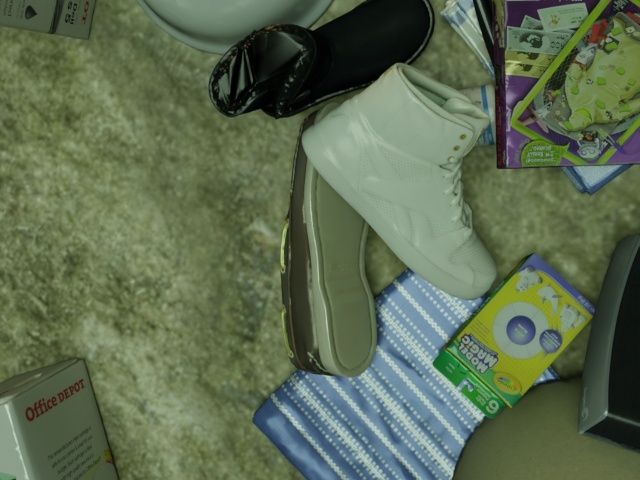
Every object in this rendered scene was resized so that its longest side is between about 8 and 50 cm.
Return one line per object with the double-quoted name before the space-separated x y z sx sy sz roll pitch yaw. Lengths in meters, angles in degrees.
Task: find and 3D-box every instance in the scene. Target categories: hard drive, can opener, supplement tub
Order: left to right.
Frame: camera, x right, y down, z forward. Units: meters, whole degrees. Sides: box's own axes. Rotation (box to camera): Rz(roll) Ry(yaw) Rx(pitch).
"supplement tub" 0.156 -0.139 1.122 0.107 0.071 0.071 -10 96 12
"can opener" 0.217 -0.199 1.078 0.059 0.073 0.186 -21 99 56
"hard drive" 0.383 0.113 1.045 0.172 0.054 0.254 17 59 9

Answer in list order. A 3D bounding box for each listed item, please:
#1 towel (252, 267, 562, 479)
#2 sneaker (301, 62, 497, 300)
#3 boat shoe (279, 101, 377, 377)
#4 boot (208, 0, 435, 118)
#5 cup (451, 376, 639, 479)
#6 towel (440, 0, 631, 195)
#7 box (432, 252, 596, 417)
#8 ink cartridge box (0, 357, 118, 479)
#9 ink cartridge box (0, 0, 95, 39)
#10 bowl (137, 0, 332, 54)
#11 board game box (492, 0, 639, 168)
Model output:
"towel" 0.105 0.203 1.202 0.336 0.040 0.243 -44 86 11
"sneaker" 0.139 -0.064 1.068 0.169 0.108 0.292 -37 114 28
"boat shoe" 0.000 0.000 1.153 0.097 0.117 0.324 -4 89 44
"boot" 0.009 -0.208 1.072 0.247 0.207 0.094 -26 92 13
"cup" 0.312 0.343 1.054 0.331 0.237 0.330 1 101 6
"towel" 0.302 -0.219 1.102 0.209 0.034 0.285 -37 90 14
"box" 0.226 0.113 1.129 0.105 0.043 0.179 42 86 5
"ink cartridge box" -0.353 0.313 1.217 0.117 0.201 0.278 -14 94 13
"ink cartridge box" -0.347 -0.343 1.092 0.115 0.273 0.198 15 100 6
"bowl" -0.117 -0.367 1.114 0.298 0.134 0.297 1 97 11
"board game box" 0.360 -0.185 1.035 0.347 0.056 0.208 -2 90 -6
